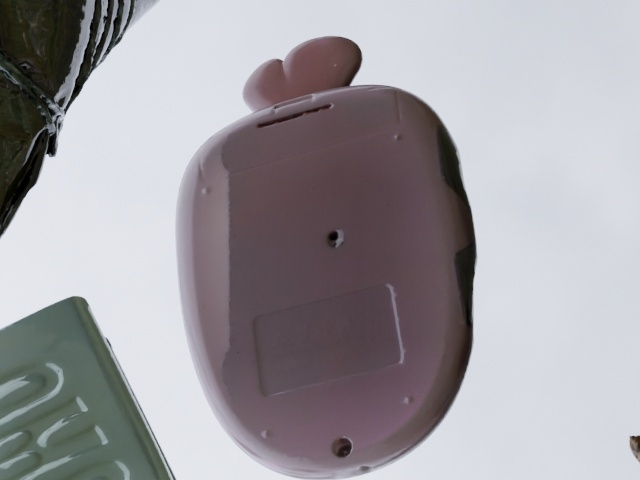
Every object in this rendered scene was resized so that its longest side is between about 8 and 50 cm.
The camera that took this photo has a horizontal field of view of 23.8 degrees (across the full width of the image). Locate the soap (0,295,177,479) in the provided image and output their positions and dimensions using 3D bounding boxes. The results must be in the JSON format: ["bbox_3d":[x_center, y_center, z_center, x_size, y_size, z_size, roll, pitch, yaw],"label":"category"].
[{"bbox_3d":[-0.204,0.181,1.180,0.265,0.160,0.087,57,170,42],"label":"soap"}]

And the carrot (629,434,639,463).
[{"bbox_3d":[0.286,0.207,1.135,0.165,0.035,0.035,51,-141,-1],"label":"carrot"}]

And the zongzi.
[{"bbox_3d":[-0.256,-0.212,1.385,0.362,0.319,0.383,1,-155,-33],"label":"zongzi"}]

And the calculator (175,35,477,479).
[{"bbox_3d":[0.000,0.000,0.507,0.024,0.103,0.166,53,-155,-58],"label":"calculator"}]
